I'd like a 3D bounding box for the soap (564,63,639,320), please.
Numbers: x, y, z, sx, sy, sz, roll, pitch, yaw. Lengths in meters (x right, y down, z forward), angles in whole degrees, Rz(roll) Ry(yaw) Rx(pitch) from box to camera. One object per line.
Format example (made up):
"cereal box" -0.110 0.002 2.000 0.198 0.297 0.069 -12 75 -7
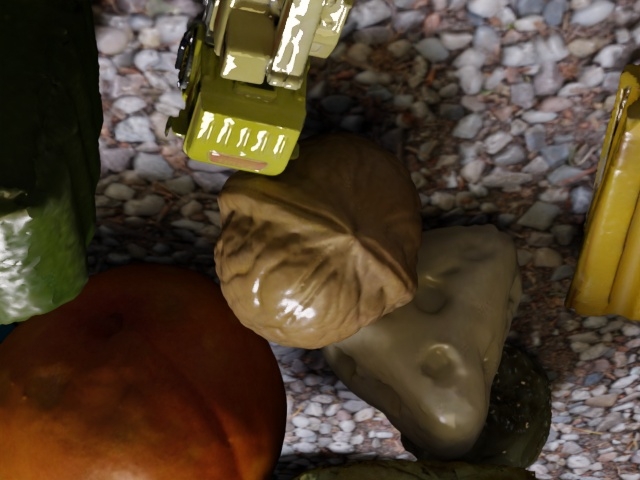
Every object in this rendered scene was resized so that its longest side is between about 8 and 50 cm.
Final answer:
"soap" 0.376 -0.036 1.118 0.204 0.096 0.324 6 142 6

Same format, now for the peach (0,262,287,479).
"peach" -0.210 0.189 1.216 0.342 0.343 0.302 4 137 -6

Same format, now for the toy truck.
"toy truck" -0.044 -0.169 0.914 0.124 0.157 0.272 12 139 -14

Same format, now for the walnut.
"walnut" 0.000 0.000 1.073 0.228 0.228 0.228 0 141 0

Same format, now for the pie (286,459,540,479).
"pie" 0.067 0.358 1.248 0.395 0.180 0.418 4 159 -21

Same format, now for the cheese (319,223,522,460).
"cheese" 0.088 0.111 1.223 0.247 0.251 0.174 1 149 18

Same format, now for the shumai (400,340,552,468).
"shumai" 0.202 0.264 1.424 0.189 0.218 0.256 -16 139 32

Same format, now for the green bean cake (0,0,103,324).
"green bean cake" -0.349 -0.080 0.891 0.335 0.319 0.218 2 142 -2

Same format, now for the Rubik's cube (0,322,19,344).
"Rubik's cube" -0.491 0.208 1.303 0.250 0.246 0.248 -8 142 12
